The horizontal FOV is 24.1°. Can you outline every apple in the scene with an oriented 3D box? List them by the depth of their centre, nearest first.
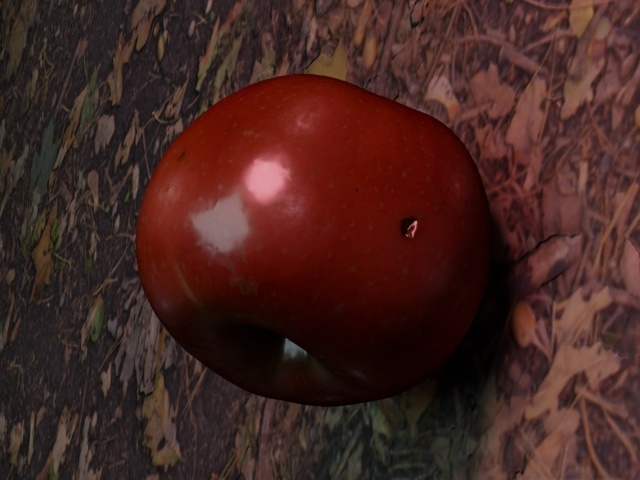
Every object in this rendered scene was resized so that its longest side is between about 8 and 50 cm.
[{"bbox_3d":[0.000,0.000,1.113,0.260,0.260,0.217,-27,37,59],"label":"apple"}]
